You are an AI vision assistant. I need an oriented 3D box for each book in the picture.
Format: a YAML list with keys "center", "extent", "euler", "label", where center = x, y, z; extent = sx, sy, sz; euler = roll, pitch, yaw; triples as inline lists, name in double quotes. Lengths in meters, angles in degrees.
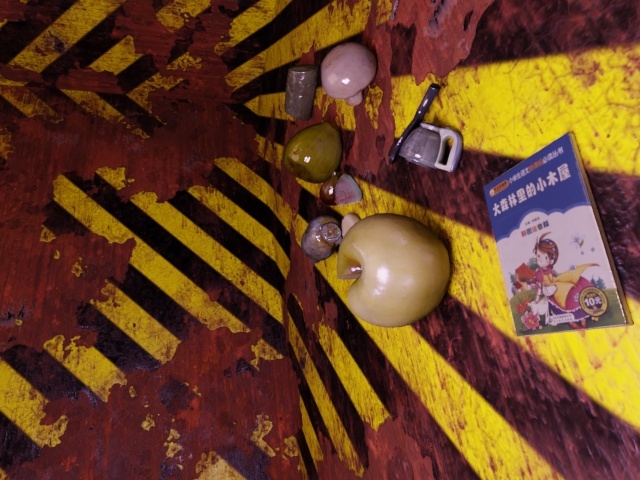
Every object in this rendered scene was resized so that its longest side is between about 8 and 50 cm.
- center: [0.401, 0.004, 0.727]
  extent: [0.228, 0.018, 0.321]
  euler: [133, 133, -65]
  label: "book"

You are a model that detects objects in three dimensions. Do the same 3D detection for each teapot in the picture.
- center: [0.267, -0.234, 0.990]
  extent: [0.149, 0.111, 0.108]
  euler: [-120, 47, -66]
  label: "teapot"

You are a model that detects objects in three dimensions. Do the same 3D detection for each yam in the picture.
- center: [-0.099, -0.751, 2.028]
  extent: [0.161, 0.162, 0.267]
  euler: [-111, 24, -47]
  label: "yam"

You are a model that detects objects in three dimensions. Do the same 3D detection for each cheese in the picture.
- center: [0.141, -0.012, 1.485]
  extent: [0.255, 0.050, 0.127]
  euler: [-128, 41, -62]
  label: "cheese"

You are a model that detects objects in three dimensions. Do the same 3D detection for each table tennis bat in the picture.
- center: [0.243, -0.301, 1.060]
  extent: [0.150, 0.027, 0.236]
  euler: [-45, -13, -45]
  label: "table tennis bat"

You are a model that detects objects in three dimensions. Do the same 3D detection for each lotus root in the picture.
- center: [-0.001, -0.002, 1.727]
  extent: [0.349, 0.175, 0.174]
  euler: [126, 139, -65]
  label: "lotus root"

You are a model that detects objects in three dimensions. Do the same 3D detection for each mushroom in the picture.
- center: [0.105, -0.567, 1.393]
  extent: [0.209, 0.206, 0.206]
  euler: [51, 179, -26]
  label: "mushroom"

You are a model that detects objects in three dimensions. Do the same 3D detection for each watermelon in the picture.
- center: [0.103, -0.185, 1.549]
  extent: [0.180, 0.094, 0.081]
  euler: [-88, 7, -49]
  label: "watermelon"

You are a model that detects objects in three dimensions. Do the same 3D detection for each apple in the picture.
- center: [0.183, 0.075, 1.027]
  extent: [0.292, 0.255, 0.291]
  euler: [177, 90, -70]
  label: "apple"

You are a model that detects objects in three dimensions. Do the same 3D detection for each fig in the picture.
- center: [-0.023, -0.379, 1.694]
  extent: [0.270, 0.240, 0.239]
  euler: [-62, 27, 16]
  label: "fig"
- center: [0.049, -0.219, 1.673]
  extent: [0.110, 0.103, 0.154]
  euler: [18, 125, 28]
  label: "fig"

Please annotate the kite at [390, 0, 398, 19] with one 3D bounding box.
- center: [0.245, -0.793, 1.176]
  extent: [0.322, 0.013, 0.267]
  euler: [-111, 27, -52]
  label: "kite"
